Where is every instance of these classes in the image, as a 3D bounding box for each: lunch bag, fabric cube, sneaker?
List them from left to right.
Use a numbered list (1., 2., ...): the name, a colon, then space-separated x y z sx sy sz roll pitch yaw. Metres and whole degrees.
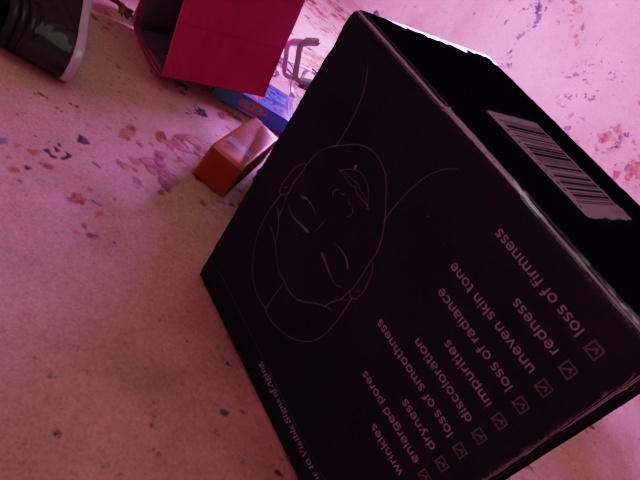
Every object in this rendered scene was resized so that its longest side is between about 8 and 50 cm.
1. sneaker: -0.507 -0.419 1.055 0.147 0.104 0.295 24 37 -40
2. lunch bag: -0.409 -0.555 1.410 0.053 0.071 0.083 37 30 -1
3. fabric cube: -0.235 -0.509 1.306 0.258 0.259 0.254 2 40 -37

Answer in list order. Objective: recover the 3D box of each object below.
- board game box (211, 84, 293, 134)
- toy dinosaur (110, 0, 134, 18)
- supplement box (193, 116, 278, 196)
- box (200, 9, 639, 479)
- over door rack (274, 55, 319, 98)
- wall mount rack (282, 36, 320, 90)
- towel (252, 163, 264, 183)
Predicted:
1. board game box: -0.166 -0.362 1.468 0.210 0.047 0.160 27 31 -24
2. toy dinosaur: -0.523 -0.614 1.311 0.296 0.127 0.200 2 37 -33
3. supplement box: -0.162 -0.174 1.175 0.080 0.078 0.233 38 29 -7
4. box: 0.132 0.066 0.757 0.297 0.471 0.479 -1 50 -44
5. over door rack: -0.036 -0.434 1.642 0.240 0.108 0.324 8 22 -47
6. wall mount rack: 0.078 -0.374 1.293 0.304 0.130 0.350 7 17 -13
7. towel: 0.043 -0.090 1.087 0.308 0.228 0.076 29 63 -16
